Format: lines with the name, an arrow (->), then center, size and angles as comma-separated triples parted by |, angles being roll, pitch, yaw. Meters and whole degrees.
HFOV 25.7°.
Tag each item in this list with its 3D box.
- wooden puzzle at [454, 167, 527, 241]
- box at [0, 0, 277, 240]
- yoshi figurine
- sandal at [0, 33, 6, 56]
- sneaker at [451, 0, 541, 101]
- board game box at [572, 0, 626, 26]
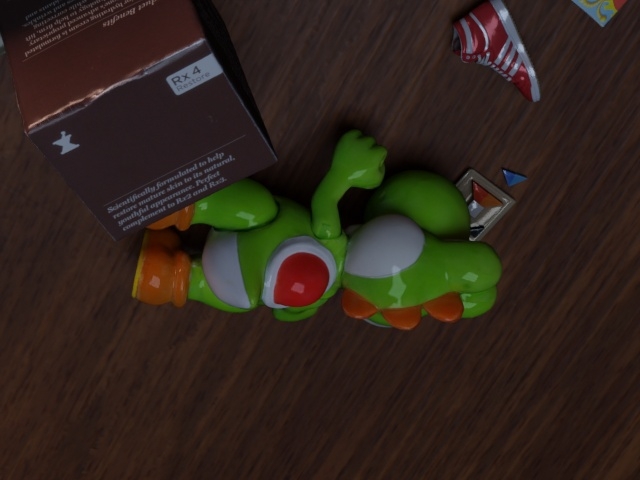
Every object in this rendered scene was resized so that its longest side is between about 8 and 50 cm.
wooden puzzle -> 0.162, -0.033, 1.492 | 0.078, 0.014, 0.116 | 26, 112, -23
box -> -0.164, -0.148, 1.227 | 0.168, 0.203, 0.167 | -26, 141, 5
yoshi figurine -> 0.001, -0.008, 1.417 | 0.362, 0.203, 0.203 | 9, 79, 0
sandal -> -0.280, -0.239, 1.264 | 0.072, 0.049, 0.180 | 16, 116, -19
sneaker -> 0.171, -0.178, 1.390 | 0.067, 0.042, 0.118 | -28, 114, 2
board game box -> 0.277, -0.355, 1.245 | 0.144, 0.142, 0.275 | 32, 110, -25
